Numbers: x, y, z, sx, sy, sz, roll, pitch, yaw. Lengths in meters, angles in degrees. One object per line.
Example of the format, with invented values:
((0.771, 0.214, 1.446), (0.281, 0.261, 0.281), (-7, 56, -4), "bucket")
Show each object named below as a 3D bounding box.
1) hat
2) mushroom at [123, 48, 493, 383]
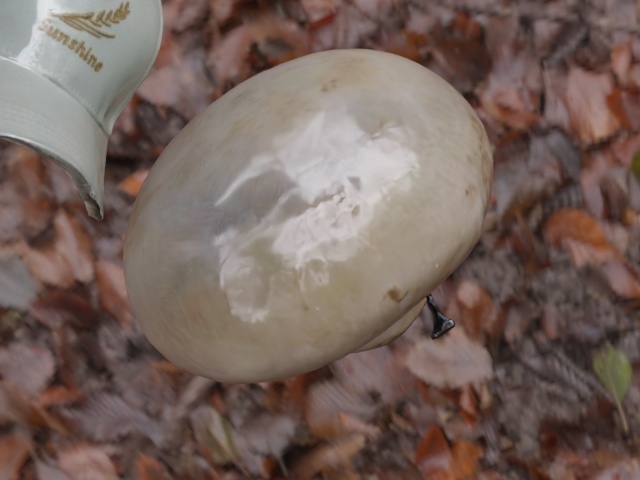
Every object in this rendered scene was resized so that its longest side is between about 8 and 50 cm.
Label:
((-0.230, -0.169, 1.355), (0.168, 0.257, 0.301), (-45, 36, 22), "hat")
((0.000, 0.000, 1.463), (0.362, 0.295, 0.362), (-27, 28, 16), "mushroom")
